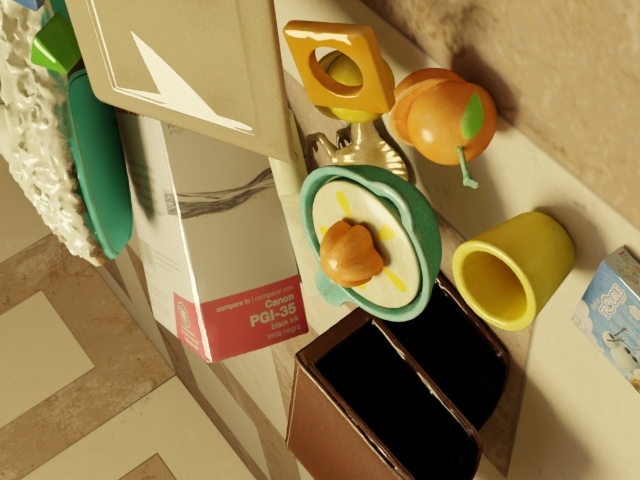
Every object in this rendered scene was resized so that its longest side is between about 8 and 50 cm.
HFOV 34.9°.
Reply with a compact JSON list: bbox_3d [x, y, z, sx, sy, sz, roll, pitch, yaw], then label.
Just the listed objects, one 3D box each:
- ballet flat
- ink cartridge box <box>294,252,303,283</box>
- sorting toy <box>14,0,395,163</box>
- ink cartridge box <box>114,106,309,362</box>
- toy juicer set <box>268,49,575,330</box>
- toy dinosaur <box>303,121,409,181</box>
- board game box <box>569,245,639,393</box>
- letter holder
[{"bbox_3d":[-0.282,-0.175,1.002,0.147,0.146,0.409,-168,68,-66],"label":"ballet flat"},{"bbox_3d":[0.000,0.000,1.040,0.089,0.052,0.122,62,161,-14],"label":"ink cartridge box"},{"bbox_3d":[-0.097,-0.150,0.714,0.347,0.047,0.196,20,147,22],"label":"sorting toy"},{"bbox_3d":[-0.122,-0.042,1.055,0.207,0.117,0.283,-158,56,-65],"label":"ink cartridge box"},{"bbox_3d":[0.021,-0.032,0.767,0.329,0.089,0.209,-4,116,56],"label":"toy juicer set"},{"bbox_3d":[0.036,-0.073,0.853,0.092,0.053,0.183,17,136,43],"label":"toy dinosaur"},{"bbox_3d":[0.206,0.060,0.652,0.090,0.020,0.090,51,162,23],"label":"board game box"},{"bbox_3d":[0.092,0.194,0.978,0.214,0.152,0.302,49,161,18],"label":"letter holder"}]
